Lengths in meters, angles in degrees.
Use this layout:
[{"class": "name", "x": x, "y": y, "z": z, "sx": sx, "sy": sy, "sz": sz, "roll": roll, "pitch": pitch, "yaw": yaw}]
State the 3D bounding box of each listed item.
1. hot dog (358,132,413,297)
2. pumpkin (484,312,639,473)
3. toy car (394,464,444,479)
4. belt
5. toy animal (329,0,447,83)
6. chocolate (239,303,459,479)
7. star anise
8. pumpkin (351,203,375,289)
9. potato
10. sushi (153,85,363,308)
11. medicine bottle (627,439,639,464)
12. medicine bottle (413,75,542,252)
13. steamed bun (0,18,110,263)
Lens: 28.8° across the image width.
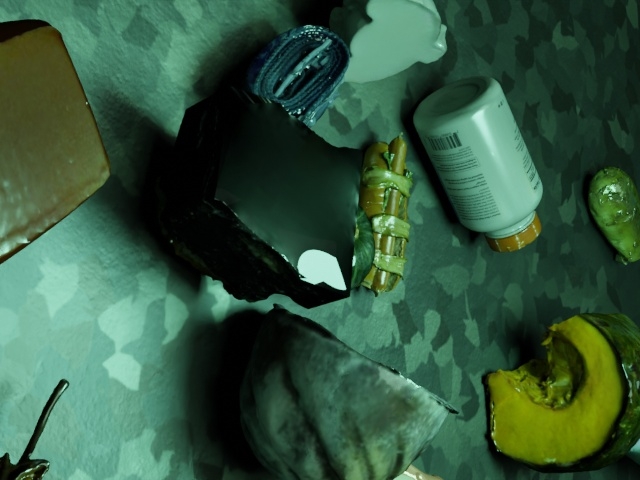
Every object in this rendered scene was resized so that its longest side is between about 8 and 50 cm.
[{"class": "hot dog", "x": 0.099, "y": -0.042, "z": 1.966, "sx": 0.109, "sy": 0.072, "sz": 0.269, "roll": 21, "pitch": 72, "yaw": -49}, {"class": "pumpkin", "x": 0.461, "y": 0.277, "z": 2.208, "sx": 0.225, "sy": 0.303, "sz": 0.256, "roll": -8, "pitch": 65, "yaw": -56}, {"class": "toy car", "x": 0.072, "y": 0.425, "z": 1.820, "sx": 0.212, "sy": 0.180, "sz": 0.270, "roll": 53, "pitch": 50, "yaw": -19}, {"class": "belt", "x": -0.049, "y": -0.207, "z": 1.780, "sx": 0.122, "sy": 0.128, "sz": 0.218, "roll": 36, "pitch": 49, "yaw": 3}, {"class": "toy animal", "x": 0.088, "y": -0.400, "z": 1.899, "sx": 0.206, "sy": 0.271, "sz": 0.265, "roll": 4, "pitch": 58, "yaw": -22}, {"class": "chocolate", "x": 0.013, "y": 0.244, "z": 1.712, "sx": 0.303, "sy": 0.303, "sz": 0.213, "roll": 36, "pitch": 83, "yaw": -41}, {"class": "star anise", "x": -0.347, "y": 0.288, "z": 1.408, "sx": 0.234, "sy": 0.073, "sz": 0.177, "roll": -30, "pitch": 101, "yaw": -29}, {"class": "pumpkin", "x": 0.002, "y": -0.002, "z": 1.808, "sx": 0.167, "sy": 0.125, "sz": 0.167, "roll": 7, "pitch": 80, "yaw": -42}, {"class": "potato", "x": 0.611, "y": -0.052, "z": 2.542, "sx": 0.117, "sy": 0.090, "sz": 0.225, "roll": -43, "pitch": 122, "yaw": -26}, {"class": "sushi", "x": -0.096, "y": -0.038, "z": 1.636, "sx": 0.227, "sy": 0.212, "sz": 0.215, "roll": 22, "pitch": 61, "yaw": -35}, {"class": "medicine bottle", "x": 0.715, "y": 0.361, "z": 2.512, "sx": 0.290, "sy": 0.245, "sz": 0.245, "roll": 39, "pitch": 59, "yaw": -42}, {"class": "medicine bottle", "x": 0.280, "y": -0.121, "z": 2.116, "sx": 0.157, "sy": 0.157, "sz": 0.288, "roll": -50, "pitch": 123, "yaw": -39}, {"class": "steamed bun", "x": -0.403, "y": -0.074, "z": 1.257, "sx": 0.379, "sy": 0.248, "sz": 0.235, "roll": -47, "pitch": 124, "yaw": -54}]
